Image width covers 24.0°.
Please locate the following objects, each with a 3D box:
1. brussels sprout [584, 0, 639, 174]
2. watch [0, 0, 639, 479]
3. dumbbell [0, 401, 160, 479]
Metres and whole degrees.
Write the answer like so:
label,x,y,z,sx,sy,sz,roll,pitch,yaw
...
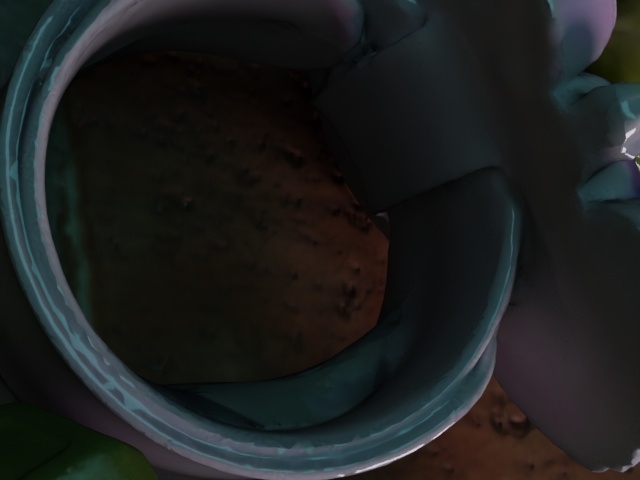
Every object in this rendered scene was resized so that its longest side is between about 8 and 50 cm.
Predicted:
label,x,y,z,sx,sy,sz,roll,pitch,yaw
brussels sprout,0.169,-0.150,0.667,0.259,0.227,0.294,57,18,7
watch,0.000,0.000,0.547,0.231,0.196,0.244,-22,86,-27
dumbbell,-0.166,0.161,0.431,0.302,0.121,0.108,-32,118,-35
